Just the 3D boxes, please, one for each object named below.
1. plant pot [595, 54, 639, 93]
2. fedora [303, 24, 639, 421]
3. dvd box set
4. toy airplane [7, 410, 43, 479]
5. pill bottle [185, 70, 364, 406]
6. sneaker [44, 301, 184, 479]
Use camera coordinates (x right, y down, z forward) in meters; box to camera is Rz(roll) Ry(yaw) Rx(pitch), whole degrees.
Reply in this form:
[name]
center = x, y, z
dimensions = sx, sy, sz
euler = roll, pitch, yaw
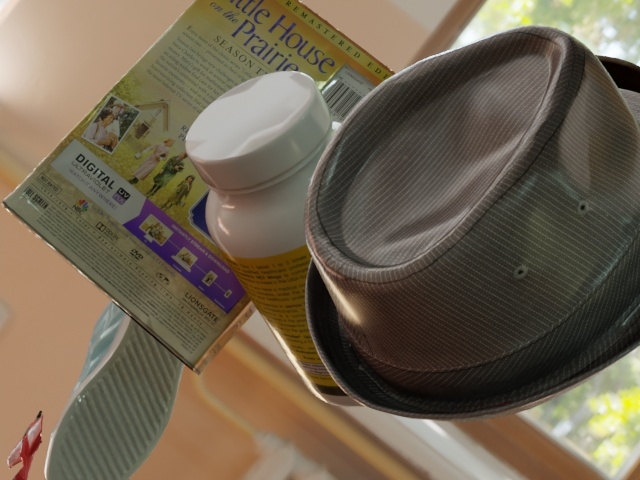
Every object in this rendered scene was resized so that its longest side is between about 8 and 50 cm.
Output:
[plant pot]
center = 0.271, -0.056, 1.205
dimensions = 0.215, 0.215, 0.230
euler = 38, 4, 15
[fedora]
center = 0.095, -0.031, 0.686
dimensions = 0.244, 0.275, 0.124
euler = 45, -8, 46
[dvd box set]
center = -0.120, -0.097, 1.397
dimensions = 0.308, 0.420, 0.062
euler = 38, -11, 12
[toy airplane]
center = -0.419, 0.310, 1.683
dimensions = 0.028, 0.151, 0.151
euler = 26, 4, -18
[pill bottle]
center = 0.000, 0.000, 1.218
dimensions = 0.188, 0.188, 0.334
euler = 39, -18, 54
[sneaker]
center = -0.269, 0.187, 1.610
dimensions = 0.135, 0.366, 0.150
euler = 35, -22, -19
